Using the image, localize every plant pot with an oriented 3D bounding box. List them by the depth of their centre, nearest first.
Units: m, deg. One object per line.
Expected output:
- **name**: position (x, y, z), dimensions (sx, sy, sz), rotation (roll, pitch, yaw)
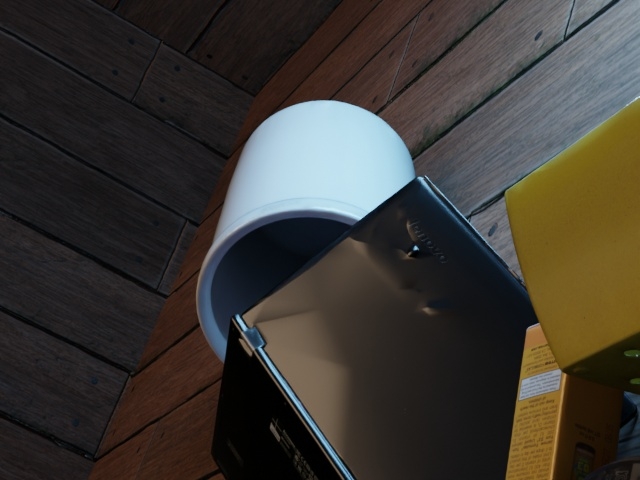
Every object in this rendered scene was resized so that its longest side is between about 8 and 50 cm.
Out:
- **plant pot**: position (0.307, 0.026, 1.068), dimensions (0.212, 0.212, 0.187), rotation (-40, 39, 52)

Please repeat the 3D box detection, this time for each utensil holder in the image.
- **utensil holder**: position (0.000, 0.000, 1.858), dimensions (0.327, 0.328, 0.385), rotation (-52, 14, 27)

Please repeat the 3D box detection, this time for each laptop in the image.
- **laptop**: position (0.082, 0.219, 1.354), dimensions (0.382, 0.236, 0.407), rotation (52, 145, 35)

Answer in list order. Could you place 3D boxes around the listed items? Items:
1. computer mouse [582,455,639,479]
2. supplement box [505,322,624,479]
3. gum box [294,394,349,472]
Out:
- **computer mouse**: position (0.301, 0.237, 0.945), dimensions (0.272, 0.072, 0.188), rotation (-14, 45, 53)
- **supplement box**: position (0.224, 0.191, 1.118), dimensions (0.080, 0.078, 0.233), rotation (-30, 41, 54)
- **gum box**: position (0.051, 0.230, 1.505), dimensions (0.107, 0.188, 0.062), rotation (-55, 15, 20)
